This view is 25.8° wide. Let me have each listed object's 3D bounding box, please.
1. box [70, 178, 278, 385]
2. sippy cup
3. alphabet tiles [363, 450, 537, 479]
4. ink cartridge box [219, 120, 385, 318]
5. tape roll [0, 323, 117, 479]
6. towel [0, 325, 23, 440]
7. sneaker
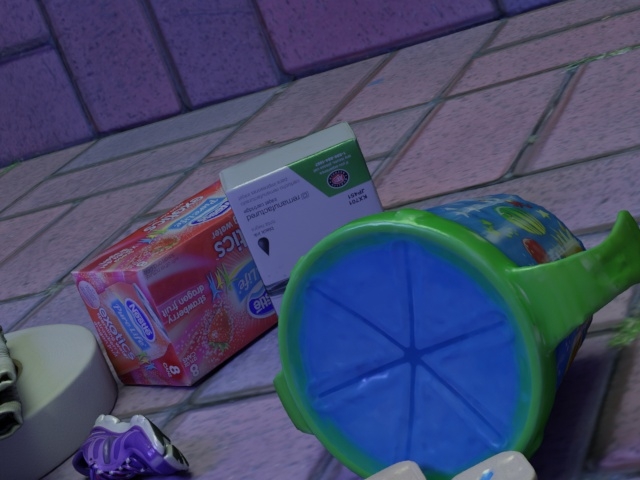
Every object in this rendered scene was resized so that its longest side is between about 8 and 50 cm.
[{"bbox_3d":[-0.119,0.034,1.644,0.142,0.154,0.300,-3,24,47],"label":"box"},{"bbox_3d":[0.119,0.065,1.166,0.305,0.240,0.224,15,23,27],"label":"sippy cup"},{"bbox_3d":[0.045,0.248,0.965,0.278,0.021,0.284,-27,21,-4],"label":"alphabet tiles"},{"bbox_3d":[0.000,0.000,1.503,0.153,0.208,0.087,-23,20,-1],"label":"ink cartridge box"},{"bbox_3d":[-0.422,0.217,1.595,0.392,0.072,0.392,-20,18,7],"label":"tape roll"},{"bbox_3d":[-0.474,0.197,1.502,0.312,0.056,0.324,-25,18,-10],"label":"towel"},{"bbox_3d":[-0.187,0.215,1.353,0.071,0.068,0.170,-49,19,-27],"label":"sneaker"}]
